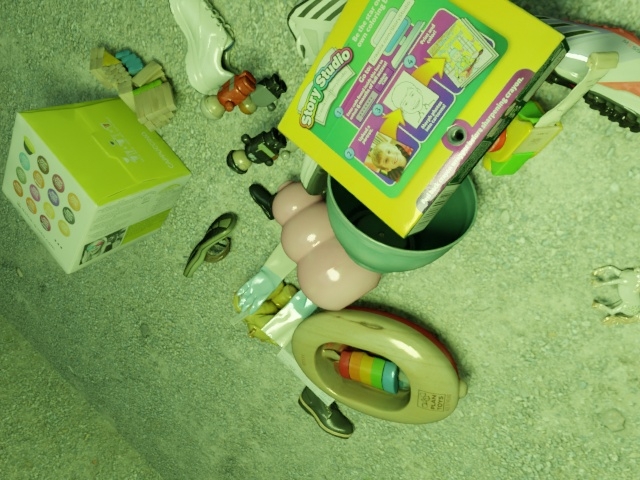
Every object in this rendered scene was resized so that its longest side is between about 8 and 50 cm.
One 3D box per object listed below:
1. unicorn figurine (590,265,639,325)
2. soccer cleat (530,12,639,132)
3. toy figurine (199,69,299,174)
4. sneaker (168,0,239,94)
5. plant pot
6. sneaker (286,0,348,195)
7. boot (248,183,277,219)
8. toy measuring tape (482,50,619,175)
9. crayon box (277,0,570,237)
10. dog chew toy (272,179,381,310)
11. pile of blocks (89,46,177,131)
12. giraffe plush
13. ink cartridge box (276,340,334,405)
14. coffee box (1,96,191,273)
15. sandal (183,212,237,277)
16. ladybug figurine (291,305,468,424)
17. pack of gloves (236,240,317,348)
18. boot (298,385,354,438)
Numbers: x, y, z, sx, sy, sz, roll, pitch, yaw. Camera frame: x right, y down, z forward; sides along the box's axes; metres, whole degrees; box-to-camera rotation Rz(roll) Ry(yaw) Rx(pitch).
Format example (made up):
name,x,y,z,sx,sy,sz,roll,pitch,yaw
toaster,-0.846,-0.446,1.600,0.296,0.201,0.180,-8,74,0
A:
name,x,y,z,sx,sy,sz,roll,pitch,yaw
unicorn figurine,0.568,0.089,0.891,0.111,0.060,0.161,0,127,34
soccer cleat,0.430,-0.305,0.779,0.318,0.109,0.116,41,104,17
toy figurine,-0.150,-0.271,1.107,0.148,0.209,0.212,-25,96,28
sneaker,-0.276,-0.516,1.167,0.130,0.111,0.296,-4,114,19
plant pot,0.143,-0.050,0.988,0.293,0.293,0.196,38,148,14
sneaker,0.023,-0.330,1.025,0.257,0.169,0.447,45,127,24
boot,-0.125,-0.115,1.271,0.099,0.045,0.121,-26,102,42
toy measuring tape,0.354,-0.223,0.806,0.121,0.121,0.330,43,158,10
crayon box,0.141,-0.242,0.782,0.313,0.106,0.362,44,118,17
dog chew toy,0.000,0.000,1.150,0.207,0.207,0.331,-41,77,40
pile of blocks,-0.512,-0.436,1.365,0.362,0.149,0.112,43,172,22
giraffe plush,-0.155,0.226,1.387,0.170,0.211,0.181,94,153,-55
ink cartridge box,-0.019,0.371,1.393,0.207,0.097,0.046,42,128,12
coffee box,-0.661,-0.176,1.420,0.337,0.338,0.334,49,129,5
sandal,-0.321,0.022,1.445,0.086,0.120,0.303,32,133,-16
ladybug figurine,0.144,0.295,1.196,0.450,0.162,0.304,14,123,26
pack of gloves,-0.099,0.135,1.275,0.195,0.232,0.046,39,171,6
boot,0.028,0.491,1.437,0.198,0.077,0.136,30,120,18
